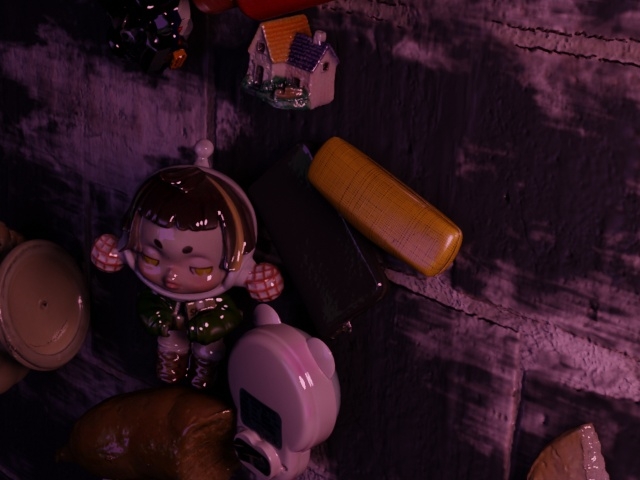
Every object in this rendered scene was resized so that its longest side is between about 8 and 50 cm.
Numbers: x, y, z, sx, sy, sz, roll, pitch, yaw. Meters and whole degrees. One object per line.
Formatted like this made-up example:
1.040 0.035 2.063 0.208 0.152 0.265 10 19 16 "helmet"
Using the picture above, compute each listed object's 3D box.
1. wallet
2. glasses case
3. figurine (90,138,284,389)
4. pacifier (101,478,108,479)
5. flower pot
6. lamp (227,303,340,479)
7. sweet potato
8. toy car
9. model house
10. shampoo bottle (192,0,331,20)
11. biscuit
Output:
0.000 0.000 1.655 0.149 0.044 0.250 -41 70 40 "wallet"
0.076 -0.041 1.542 0.234 0.064 0.079 40 109 31 "glasses case"
-0.183 0.044 1.778 0.281 0.167 0.370 10 122 9 "figurine"
-0.243 0.476 1.968 0.279 0.227 0.207 43 168 31 "pacifier"
-0.537 0.110 2.090 0.244 0.307 0.308 -5 97 31 "flower pot"
-0.046 0.216 1.711 0.179 0.108 0.246 33 125 41 "lamp"
-0.256 0.293 1.886 0.369 0.158 0.158 -1 100 33 "sweet potato"
-0.268 -0.379 1.780 0.301 0.118 0.193 62 155 8 "toy car"
-0.036 -0.228 1.597 0.100 0.087 0.100 28 121 35 "model house"
-0.025 -0.341 1.529 0.314 0.076 0.118 -8 97 38 "shampoo bottle"
0.287 0.356 1.449 0.141 0.038 0.290 -12 92 48 "biscuit"
